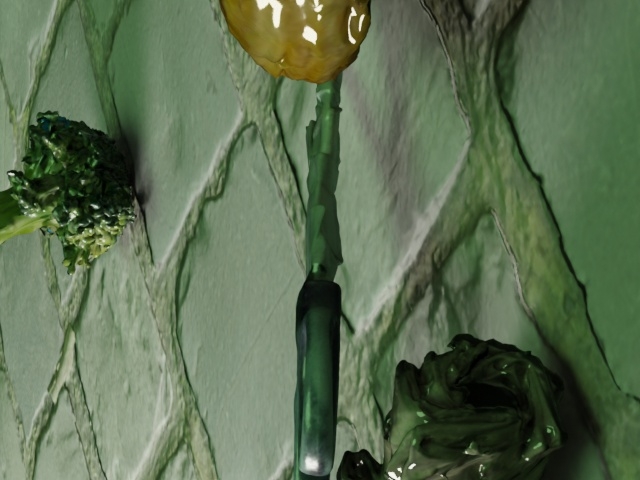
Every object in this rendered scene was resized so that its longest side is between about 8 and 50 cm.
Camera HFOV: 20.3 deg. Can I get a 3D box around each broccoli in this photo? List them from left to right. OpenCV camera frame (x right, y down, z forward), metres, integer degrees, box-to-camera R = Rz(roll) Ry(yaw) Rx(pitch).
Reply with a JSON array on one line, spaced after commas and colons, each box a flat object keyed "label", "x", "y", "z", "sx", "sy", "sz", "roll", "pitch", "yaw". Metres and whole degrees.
[{"label": "broccoli", "x": -0.248, "y": -0.037, "z": 1.636, "sx": 0.167, "sy": 0.160, "sz": 0.154, "roll": 51, "pitch": 165, "yaw": 37}]

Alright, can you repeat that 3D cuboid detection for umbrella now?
[{"label": "umbrella", "x": 0.058, "y": 0.217, "z": 1.058, "sx": 0.106, "sy": 0.113, "sz": 0.357, "roll": -125, "pitch": 38, "yaw": -51}]

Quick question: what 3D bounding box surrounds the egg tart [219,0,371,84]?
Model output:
[{"label": "egg tart", "x": -0.020, "y": -0.309, "z": 1.020, "sx": 0.443, "sy": 0.178, "sz": 0.443, "roll": 164, "pitch": 90, "yaw": -83}]

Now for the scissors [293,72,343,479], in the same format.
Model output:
[{"label": "scissors", "x": 0.000, "y": 0.000, "z": 1.134, "sx": 0.256, "sy": 0.029, "sz": 0.383, "roll": 93, "pitch": 178, "yaw": -61}]
